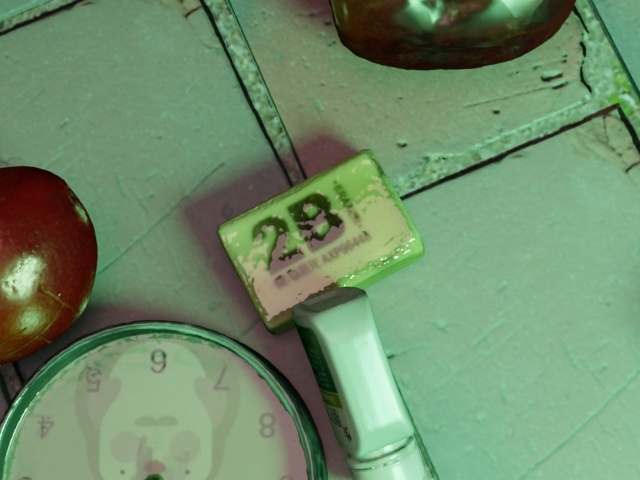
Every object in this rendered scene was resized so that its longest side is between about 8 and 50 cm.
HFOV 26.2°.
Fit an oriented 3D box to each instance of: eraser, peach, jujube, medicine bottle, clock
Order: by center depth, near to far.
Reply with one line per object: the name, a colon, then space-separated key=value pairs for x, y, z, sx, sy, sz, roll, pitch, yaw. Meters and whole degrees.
medicine bottle: x=0.036 y=0.137 z=1.238 sx=0.069 sy=0.119 sz=0.183 roll=-22 pitch=99 yaw=-11
clock: x=-0.153 y=0.229 z=1.266 sx=0.318 sy=0.066 sz=0.319 roll=-1 pitch=77 yaw=4
peach: x=-0.294 y=0.018 z=1.271 sx=0.197 sy=0.197 sz=0.197 roll=-1 pitch=76 yaw=5
eraser: x=0.000 y=0.000 z=1.312 sx=0.172 sy=0.058 sz=0.117 roll=-28 pitch=76 yaw=-2
jujube: x=0.128 y=-0.254 z=1.312 sx=0.243 sy=0.183 sz=0.183 roll=-11 pitch=75 yaw=6
